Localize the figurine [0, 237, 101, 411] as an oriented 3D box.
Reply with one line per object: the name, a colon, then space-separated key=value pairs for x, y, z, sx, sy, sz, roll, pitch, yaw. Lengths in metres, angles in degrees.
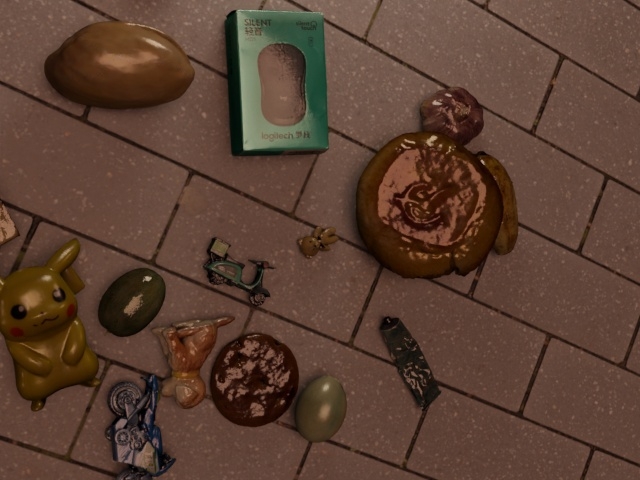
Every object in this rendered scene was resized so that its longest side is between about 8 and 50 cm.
figurine: x=-0.536 y=0.158 z=1.626 sx=0.218 sy=0.169 sz=0.326 roll=-22 pitch=122 yaw=-29

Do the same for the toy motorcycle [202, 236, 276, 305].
toy motorcycle: x=-0.177 y=0.071 z=1.827 sx=0.173 sy=0.058 sz=0.100 roll=29 pitch=76 yaw=-16

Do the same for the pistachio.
pistachio: x=-0.406 y=-0.352 z=1.684 sx=0.293 sy=0.162 sz=0.181 roll=-3 pitch=119 yaw=-19

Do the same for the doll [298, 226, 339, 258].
doll: x=-0.005 y=0.001 z=1.901 sx=0.093 sy=0.051 sz=0.061 roll=-31 pitch=102 yaw=-45

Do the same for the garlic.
garlic: x=0.314 y=-0.292 z=1.963 sx=0.159 sy=0.102 sz=0.147 roll=9 pitch=90 yaw=-19

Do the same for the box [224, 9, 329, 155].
box: x=-0.095 y=-0.342 z=1.813 sx=0.205 sy=0.118 sz=0.311 roll=-3 pitch=93 yaw=-21

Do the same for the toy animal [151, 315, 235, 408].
toy animal: x=-0.256 y=0.262 z=1.786 sx=0.184 sy=0.104 sz=0.185 roll=-9 pitch=90 yaw=-28

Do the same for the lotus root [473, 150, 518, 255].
lotus root: x=0.424 y=-0.093 z=2.012 sx=0.110 sy=0.097 sz=0.258 roll=-24 pitch=103 yaw=-20

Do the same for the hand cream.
hand cream: x=0.214 y=0.285 z=1.969 sx=0.075 sy=0.052 sz=0.248 roll=-32 pitch=101 yaw=-15

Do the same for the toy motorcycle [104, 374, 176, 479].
toy motorcycle: x=-0.376 y=0.414 z=1.751 sx=0.136 sy=0.092 sz=0.254 roll=-3 pitch=83 yaw=-28

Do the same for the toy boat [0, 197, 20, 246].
toy boat: x=-0.660 y=-0.072 z=1.626 sx=0.061 sy=0.116 sz=0.188 roll=-30 pitch=103 yaw=-21

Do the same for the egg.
egg: x=0.002 y=0.378 z=1.865 sx=0.114 sy=0.114 sz=0.152 roll=25 pitch=84 yaw=-18

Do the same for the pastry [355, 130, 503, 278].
pastry: x=0.246 y=-0.076 z=1.896 sx=0.356 sy=0.164 sz=0.356 roll=0 pitch=94 yaw=3

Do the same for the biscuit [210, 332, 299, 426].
biscuit: x=-0.146 y=0.313 z=1.853 sx=0.212 sy=0.036 sz=0.212 roll=-1 pitch=92 yaw=-19

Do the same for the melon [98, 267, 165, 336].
melon: x=-0.393 y=0.132 z=1.724 sx=0.114 sy=0.114 sz=0.167 roll=41 pitch=76 yaw=-16
